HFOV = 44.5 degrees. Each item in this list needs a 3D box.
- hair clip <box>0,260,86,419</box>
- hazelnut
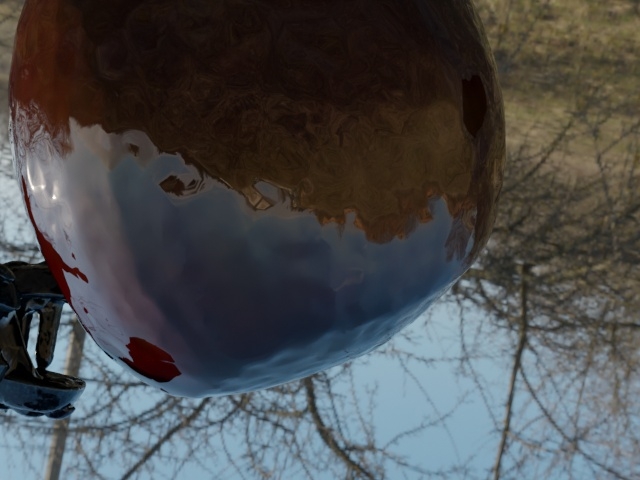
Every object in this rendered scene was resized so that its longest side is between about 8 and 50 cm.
[{"bbox_3d":[-0.372,0.071,0.729,0.310,0.194,0.206,5,175,10],"label":"hair clip"},{"bbox_3d":[-0.037,-0.089,0.629,0.421,0.421,0.353,8,-166,-38],"label":"hazelnut"}]
